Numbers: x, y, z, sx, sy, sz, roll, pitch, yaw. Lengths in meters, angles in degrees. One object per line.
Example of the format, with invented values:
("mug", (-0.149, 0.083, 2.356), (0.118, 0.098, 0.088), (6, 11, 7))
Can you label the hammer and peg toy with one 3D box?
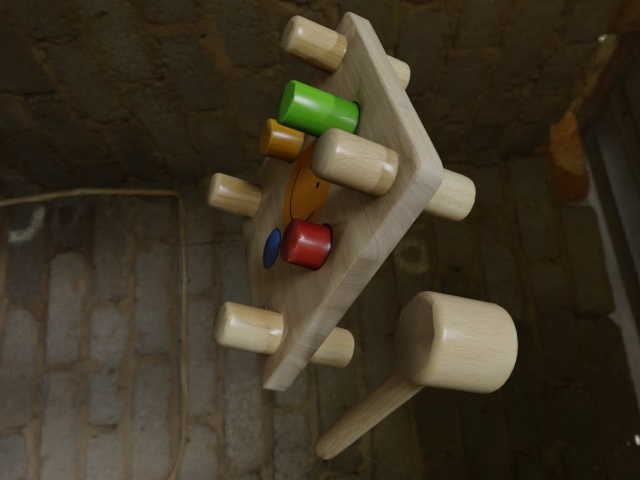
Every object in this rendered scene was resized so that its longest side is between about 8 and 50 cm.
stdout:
("hammer and peg toy", (0.000, 0.000, 0.542), (0.266, 0.127, 0.361), (-56, -149, 34))
